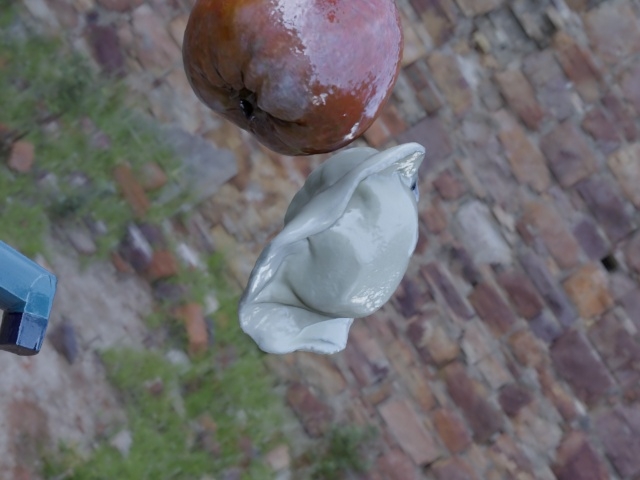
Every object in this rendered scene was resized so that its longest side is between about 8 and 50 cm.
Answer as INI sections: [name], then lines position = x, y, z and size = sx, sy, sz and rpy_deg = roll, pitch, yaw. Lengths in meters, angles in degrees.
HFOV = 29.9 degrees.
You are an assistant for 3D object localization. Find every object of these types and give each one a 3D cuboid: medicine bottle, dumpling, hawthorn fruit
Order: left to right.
[medicine bottle]
position = -0.473, 0.048, 1.645
size = 0.258, 0.124, 0.079
rpy_deg = 39, -28, -24
[hawthorn fruit]
position = -0.015, -0.214, 1.297
size = 0.235, 0.263, 0.231
rpy_deg = 52, 11, 16
[dumpling]
position = 0.000, 0.000, 1.478
size = 0.187, 0.242, 0.318
rpy_deg = 46, -47, 36
